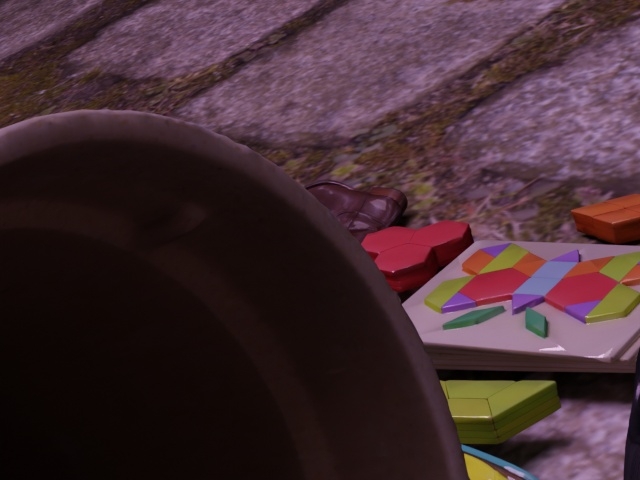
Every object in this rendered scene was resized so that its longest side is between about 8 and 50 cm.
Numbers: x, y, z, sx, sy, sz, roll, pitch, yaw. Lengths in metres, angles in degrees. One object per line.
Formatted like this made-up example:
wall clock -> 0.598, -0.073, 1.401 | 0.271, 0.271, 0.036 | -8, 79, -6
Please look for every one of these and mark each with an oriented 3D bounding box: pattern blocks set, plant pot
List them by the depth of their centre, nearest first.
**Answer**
plant pot -> -0.152, 0.146, 0.633 | 0.305, 0.333, 0.334 | -16, 21, 41
pattern blocks set -> 0.135, 0.036, 0.915 | 0.325, 0.026, 0.285 | -5, 23, 25

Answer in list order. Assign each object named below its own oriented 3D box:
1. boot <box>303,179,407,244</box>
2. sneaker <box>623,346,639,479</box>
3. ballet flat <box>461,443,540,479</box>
boot -> 0.000, 0.000, 1.130 | 0.106, 0.037, 0.114 | -4, 32, 31
sneaker -> 0.156, 0.133, 0.616 | 0.101, 0.106, 0.267 | -14, 25, 13
ballet flat -> 0.028, 0.125, 0.787 | 0.077, 0.077, 0.231 | -44, 31, -17
